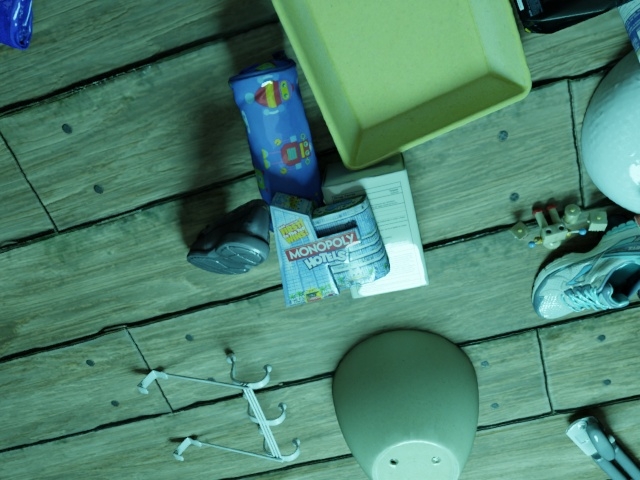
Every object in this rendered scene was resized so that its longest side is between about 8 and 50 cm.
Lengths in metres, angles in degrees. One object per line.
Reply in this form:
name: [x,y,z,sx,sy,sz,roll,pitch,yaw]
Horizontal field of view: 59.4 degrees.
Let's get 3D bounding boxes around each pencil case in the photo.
pencil case: [-0.072,-0.163,0.982,0.119,0.133,0.306,-24,118,-22]

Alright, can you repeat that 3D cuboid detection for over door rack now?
over door rack: [-0.220,0.381,1.273,0.323,0.108,0.240,-7,116,22]

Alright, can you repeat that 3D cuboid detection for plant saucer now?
plant saucer: [0.131,-0.328,0.906,0.332,0.081,0.333,-23,114,8]

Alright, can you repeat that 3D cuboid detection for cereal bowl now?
cereal bowl: [0.630,-0.178,0.933,0.338,0.141,0.339,1,117,2]

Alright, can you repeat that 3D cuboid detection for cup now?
cup: [0.185,0.393,1.177,0.330,0.237,0.332,1,116,2]

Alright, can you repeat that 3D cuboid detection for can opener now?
can opener: [0.667,0.504,1.297,0.074,0.093,0.280,-39,113,18]

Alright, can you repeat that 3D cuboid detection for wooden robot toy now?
wooden robot toy: [0.448,-0.020,1.073,0.173,0.076,0.079,-15,150,9]

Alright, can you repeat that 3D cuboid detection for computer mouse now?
computer mouse: [0.615,0.046,1.097,0.071,0.041,0.242,-34,110,17]

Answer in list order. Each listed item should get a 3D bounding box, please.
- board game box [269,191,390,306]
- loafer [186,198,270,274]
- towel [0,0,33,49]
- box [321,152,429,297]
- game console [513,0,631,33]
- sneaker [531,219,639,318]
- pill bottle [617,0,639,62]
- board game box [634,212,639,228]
board game box: [0.000,0.000,0.954,0.194,0.060,0.194,-15,116,15]
loafer: [-0.159,0.000,1.020,0.109,0.302,0.095,23,72,-23]
towel: [-0.604,-0.462,0.883,0.308,0.076,0.228,20,114,-7]
box: [0.103,-0.031,1.034,0.148,0.127,0.233,-11,115,10]
game console: [0.344,-0.496,0.790,0.213,0.044,0.362,-17,102,29]
sneaker: [0.510,0.079,1.050,0.110,0.122,0.283,28,132,-14]
pill bottle: [0.501,-0.358,0.841,0.094,0.094,0.170,-16,78,10]
board game box: [0.668,-0.036,0.950,0.281,0.027,0.145,13,145,-37]
